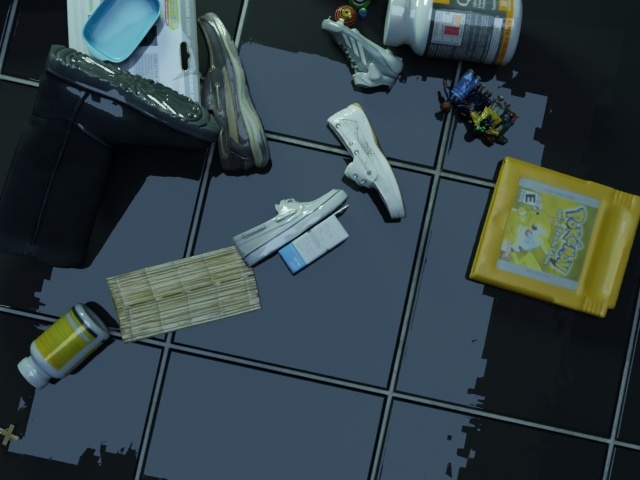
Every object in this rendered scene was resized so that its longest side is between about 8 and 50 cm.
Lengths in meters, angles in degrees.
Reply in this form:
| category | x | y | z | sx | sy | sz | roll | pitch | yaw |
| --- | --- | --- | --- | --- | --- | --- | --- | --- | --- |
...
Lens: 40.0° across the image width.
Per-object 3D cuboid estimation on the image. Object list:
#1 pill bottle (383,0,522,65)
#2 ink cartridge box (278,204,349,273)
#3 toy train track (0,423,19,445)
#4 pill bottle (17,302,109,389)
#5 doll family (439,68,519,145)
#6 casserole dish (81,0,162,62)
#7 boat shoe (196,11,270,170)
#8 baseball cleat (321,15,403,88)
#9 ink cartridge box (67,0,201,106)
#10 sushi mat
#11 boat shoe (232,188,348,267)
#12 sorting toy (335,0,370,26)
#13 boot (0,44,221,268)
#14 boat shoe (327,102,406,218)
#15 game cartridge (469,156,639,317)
| category | x | y | z | sx | sy | sz | roll | pitch | yaw |
| --- | --- | --- | --- | --- | --- | --- | --- | --- | --- |
| pill bottle | 0.283 | -0.473 | 1.904 | 0.278 | 0.162 | 0.162 | 7 | 86 | -1 |
| ink cartridge box | 0.000 | 0.000 | 1.897 | 0.180 | 0.104 | 0.060 | -34 | 88 | -3 |
| toy train track | -0.687 | 0.411 | 1.902 | 0.083 | 0.014 | 0.048 | 25 | 93 | 6 |
| pill bottle | -0.547 | 0.227 | 1.870 | 0.184 | 0.103 | 0.103 | -41 | 88 | -4 |
| doll family | 0.345 | -0.287 | 1.942 | 0.193 | 0.076 | 0.111 | 42 | 91 | 6 |
| casserole dish | -0.407 | -0.449 | 1.816 | 0.114 | 0.037 | 0.188 | 35 | 84 | 0 |
| boat shoe | -0.215 | -0.316 | 1.897 | 0.130 | 0.132 | 0.355 | -19 | 86 | -3 |
| baseball cleat | 0.078 | -0.405 | 1.940 | 0.206 | 0.072 | 0.109 | 30 | 93 | 4 |
| ink cartridge box | -0.390 | -0.375 | 1.896 | 0.272 | 0.130 | 0.309 | -3 | 87 | -1 |
| sushi mat | -0.297 | 0.116 | 1.925 | 0.317 | 0.019 | 0.151 | -14 | 86 | -3 |
| boat shoe | -0.067 | -0.046 | 1.908 | 0.267 | 0.096 | 0.088 | -34 | 86 | 2 |
| sorting toy | 0.077 | -0.521 | 1.960 | 0.061 | 0.042 | 0.102 | 35 | 86 | 1 |
| boot | -0.449 | -0.122 | 1.795 | 0.367 | 0.146 | 0.445 | 25 | 112 | -7 |
| boat shoe | 0.098 | -0.159 | 1.917 | 0.096 | 0.098 | 0.277 | -25 | 78 | -2 |
| game cartridge | 0.521 | -0.005 | 1.938 | 0.324 | 0.052 | 0.285 | 16 | 87 | 1 |
